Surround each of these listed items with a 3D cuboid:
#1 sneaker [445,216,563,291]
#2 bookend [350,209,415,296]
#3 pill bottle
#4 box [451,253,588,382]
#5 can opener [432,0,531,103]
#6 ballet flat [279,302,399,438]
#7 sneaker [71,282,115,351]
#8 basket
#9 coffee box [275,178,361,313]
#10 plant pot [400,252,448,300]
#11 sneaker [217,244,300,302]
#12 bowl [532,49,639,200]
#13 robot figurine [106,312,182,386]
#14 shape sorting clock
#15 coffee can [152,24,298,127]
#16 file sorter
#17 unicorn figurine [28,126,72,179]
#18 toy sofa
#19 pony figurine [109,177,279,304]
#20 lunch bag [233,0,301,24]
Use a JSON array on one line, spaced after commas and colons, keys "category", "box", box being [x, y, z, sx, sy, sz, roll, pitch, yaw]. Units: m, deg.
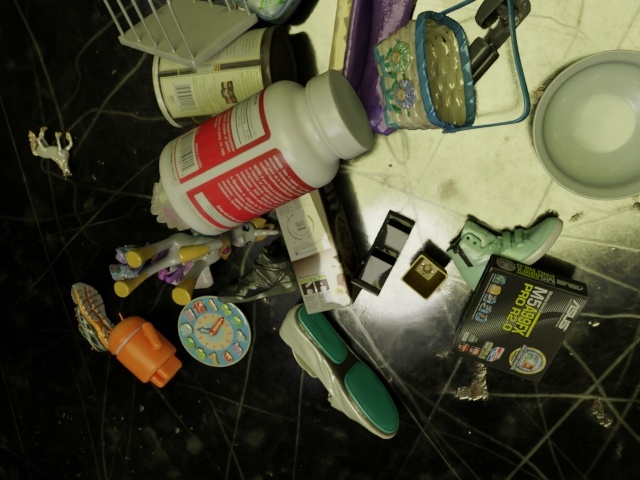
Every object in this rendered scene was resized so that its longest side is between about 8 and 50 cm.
[{"category": "sneaker", "box": [0.405, -0.004, 1.473, 0.256, 0.094, 0.151, -38, 98, 22]}, {"category": "bookend", "box": [0.147, 0.028, 1.520, 0.072, 0.157, 0.156, 27, 109, 7]}, {"category": "pill bottle", "box": [-0.110, -0.183, 1.352, 0.407, 0.229, 0.229, -23, 97, 24]}, {"category": "box", "box": [0.442, 0.179, 1.482, 0.216, 0.060, 0.270, 19, 125, 5]}, {"category": "can opener", "box": [0.336, -0.418, 1.418, 0.283, 0.076, 0.095, -49, 56, 20]}, {"category": "ballet flat", "box": [0.040, 0.336, 1.654, 0.139, 0.139, 0.400, -40, 87, 20]}, {"category": "sneaker", "box": [-0.639, 0.219, 1.817, 0.083, 0.084, 0.215, -21, 98, 23]}, {"category": "basket", "box": [0.259, -0.330, 1.299, 0.289, 0.201, 0.255, -10, 89, 35]}, {"category": "coffee box", "box": [0.000, 0.000, 1.547, 0.118, 0.168, 0.297, -14, 100, 18]}, {"category": "plant pot", "box": [0.247, 0.076, 1.544, 0.081, 0.083, 0.081, 39, 110, 2]}, {"category": "sneaker", "box": [-0.163, 0.084, 1.656, 0.227, 0.087, 0.130, -15, 98, 15]}, {"category": "bowl", "box": [0.589, -0.237, 1.350, 0.297, 0.134, 0.298, 3, 104, 14]}, {"category": "robot figurine", "box": [-0.478, 0.292, 1.767, 0.219, 0.158, 0.128, 42, 75, 2]}, {"category": "shape sorting clock", "box": [-0.285, 0.244, 1.749, 0.206, 0.040, 0.206, 4, 104, 14]}, {"category": "coffee can", "box": [-0.210, -0.370, 1.492, 0.275, 0.201, 0.202, -2, 103, 16]}, {"category": "file sorter", "box": [-0.315, -0.518, 1.404, 0.277, 0.193, 0.173, 26, 151, 35]}, {"category": "unicorn figurine", "box": [-0.702, -0.236, 1.738, 0.161, 0.060, 0.111, 19, 109, 27]}, {"category": "toy sofa", "box": [0.095, -0.405, 1.431, 0.177, 0.150, 0.363, 12, 106, 13]}, {"category": "pony figurine", "box": [-0.323, 0.020, 1.579, 0.351, 0.363, 0.303, 3, 112, 30]}, {"category": "lunch bag", "box": [-0.137, -0.643, 1.455, 0.303, 0.115, 0.243, 36, 107, 5]}]
